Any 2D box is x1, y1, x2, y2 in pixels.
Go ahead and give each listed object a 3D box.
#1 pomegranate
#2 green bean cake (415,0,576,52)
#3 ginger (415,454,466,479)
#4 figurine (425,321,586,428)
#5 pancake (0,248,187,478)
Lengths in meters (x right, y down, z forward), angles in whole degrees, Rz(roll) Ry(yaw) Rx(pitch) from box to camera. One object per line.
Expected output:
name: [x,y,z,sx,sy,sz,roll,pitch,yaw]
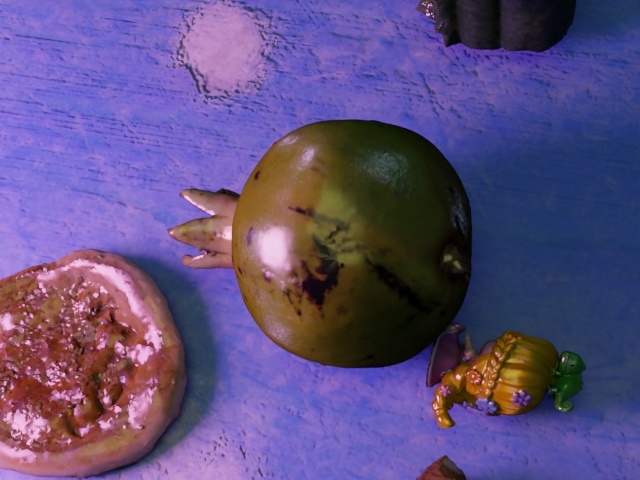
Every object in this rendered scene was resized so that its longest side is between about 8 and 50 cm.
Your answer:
pomegranate: [0.000,0.000,1.145,0.340,0.260,0.261,3,69,22]
green bean cake: [0.164,-0.386,1.308,0.307,0.169,0.300,10,69,12]
ginger: [0.101,0.290,1.080,0.067,0.096,0.165,43,63,-18]
figurine: [0.186,0.151,1.130,0.156,0.095,0.115,11,59,16]
pancake: [-0.282,0.138,1.225,0.282,0.049,0.283,-4,68,10]
